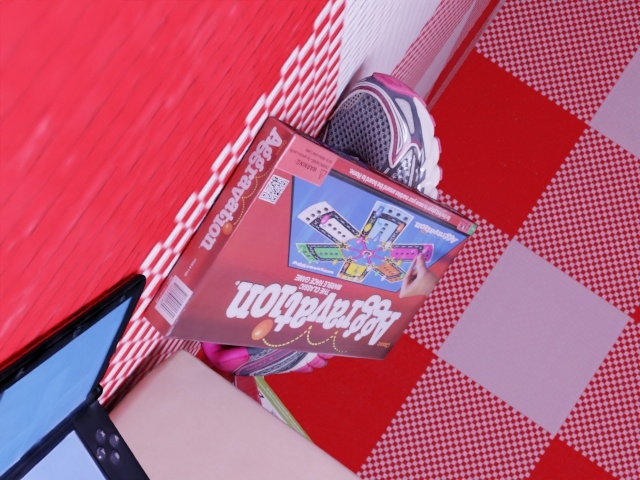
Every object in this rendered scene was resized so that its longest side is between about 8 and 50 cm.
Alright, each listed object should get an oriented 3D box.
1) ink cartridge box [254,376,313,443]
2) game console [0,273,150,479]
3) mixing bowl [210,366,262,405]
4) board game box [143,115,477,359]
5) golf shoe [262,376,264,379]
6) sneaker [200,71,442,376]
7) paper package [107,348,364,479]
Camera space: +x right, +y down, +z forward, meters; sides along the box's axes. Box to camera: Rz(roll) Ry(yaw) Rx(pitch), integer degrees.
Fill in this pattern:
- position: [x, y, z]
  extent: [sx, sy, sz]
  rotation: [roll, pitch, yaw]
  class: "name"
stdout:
- position: [-0.136, 0.328, 1.115]
  extent: [0.097, 0.189, 0.255]
  rotation: [-13, -149, 43]
  class: "ink cartridge box"
- position: [-0.107, 0.103, 0.370]
  extent: [0.085, 0.124, 0.144]
  rotation: [-28, -173, 21]
  class: "game console"
- position: [-0.123, 0.231, 0.973]
  extent: [0.098, 0.181, 0.181]
  rotation: [-13, 179, 3]
  class: "mixing bowl"
- position: [0.013, 0.017, 0.591]
  extent: [0.145, 0.027, 0.281]
  rotation: [-56, 148, 11]
  class: "board game box"
- position: [-0.136, 0.263, 1.616]
  extent: [0.067, 0.086, 0.186]
  rotation: [-51, 173, -46]
  class: "golf shoe"
- position: [0.000, 0.000, 0.700]
  extent: [0.112, 0.121, 0.299]
  rotation: [0, 121, -49]
  class: "sneaker"
- position: [-0.081, 0.284, 0.519]
  extent: [0.168, 0.309, 0.325]
  rotation: [-55, 177, 37]
  class: "paper package"
